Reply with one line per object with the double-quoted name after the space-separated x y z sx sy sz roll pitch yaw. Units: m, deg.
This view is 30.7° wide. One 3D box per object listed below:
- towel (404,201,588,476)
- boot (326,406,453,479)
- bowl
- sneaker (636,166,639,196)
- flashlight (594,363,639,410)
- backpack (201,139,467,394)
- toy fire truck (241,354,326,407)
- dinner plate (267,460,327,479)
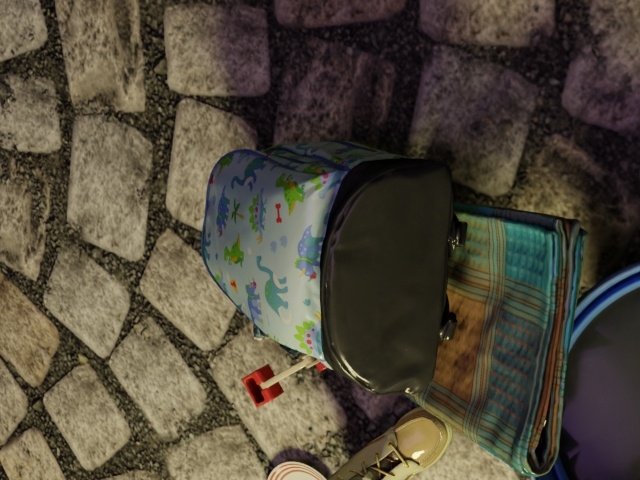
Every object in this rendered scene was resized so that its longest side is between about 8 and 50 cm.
0.180 0.093 1.344 0.370 0.040 0.272 -161 77 -70 "towel"
0.072 0.312 1.565 0.077 0.165 0.213 53 128 10 "boot"
0.418 0.201 1.261 0.391 0.077 0.391 2 97 13 "bowl"
0.434 -0.117 1.234 0.132 0.086 0.229 32 119 22 "sneaker"
0.408 0.272 1.363 0.103 0.103 0.304 -27 91 10 "flashlight"
0.000 0.000 1.454 0.355 0.273 0.290 -123 35 -68 "backpack"
-0.002 0.156 1.592 0.192 0.135 0.047 -33 84 38 "toy fire truck"
-0.022 0.396 1.753 0.141 0.017 0.141 11 109 34 "dinner plate"
